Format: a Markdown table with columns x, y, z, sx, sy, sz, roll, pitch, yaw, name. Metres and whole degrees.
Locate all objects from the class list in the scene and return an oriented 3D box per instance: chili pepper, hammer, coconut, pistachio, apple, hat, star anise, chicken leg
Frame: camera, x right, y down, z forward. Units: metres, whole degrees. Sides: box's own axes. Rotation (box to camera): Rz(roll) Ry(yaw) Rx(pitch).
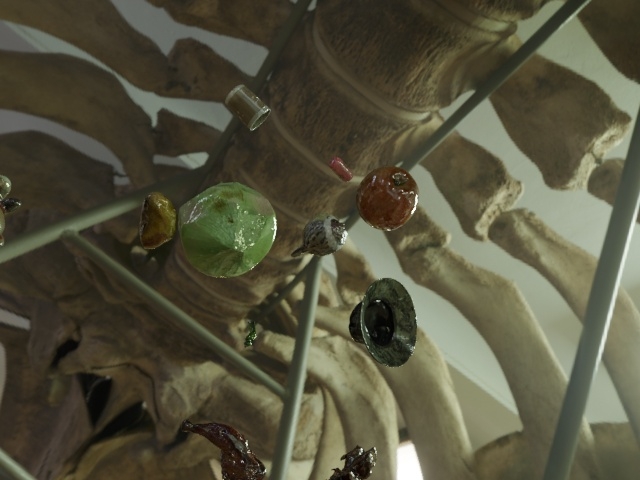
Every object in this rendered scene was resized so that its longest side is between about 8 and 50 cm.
| x | y | z | sx | sy | sz | roll | pitch | yaw | name |
| --- | --- | --- | --- | --- | --- | --- | --- | --- | --- |
| -0.178 | 0.240 | 1.457 | 0.027 | 0.083 | 0.022 | 25 | -50 | -16 | chili pepper |
| 0.058 | -0.200 | 1.611 | 0.043 | 0.043 | 0.083 | -14 | -43 | 40 | hammer |
| -0.294 | -0.037 | 1.794 | 0.328 | 0.328 | 0.281 | 12 | -61 | 22 | coconut |
| -0.471 | -0.062 | 1.654 | 0.100 | 0.110 | 0.189 | -1 | -56 | -26 | pistachio |
| 0.204 | -0.131 | 1.729 | 0.188 | 0.188 | 0.174 | 32 | -39 | 1 | apple |
| 0.155 | 0.234 | 1.632 | 0.128 | 0.265 | 0.265 | -8 | -55 | 40 | hat |
| 0.054 | 0.539 | 1.300 | 0.073 | 0.177 | 0.234 | 50 | -20 | 6 | star anise |
| -0.200 | 0.438 | 1.207 | 0.205 | 0.093 | 0.053 | 41 | -31 | 19 | chicken leg |

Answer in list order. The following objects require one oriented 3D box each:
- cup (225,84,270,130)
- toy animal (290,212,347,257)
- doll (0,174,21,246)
| x | y | z | sx | sy | sz | roll | pitch | yaw | name |
| --- | --- | --- | --- | --- | --- | --- | --- | --- | --- |
| -0.183 | -0.348 | 1.475 | 0.099 | 0.102 | 0.074 | 45 | -62 | 0 | cup |
| 0.000 | 0.000 | 1.311 | 0.098 | 0.137 | 0.098 | 39 | -19 | 16 | toy animal |
| -0.985 | -0.086 | 1.592 | 0.235 | 0.330 | 0.174 | 26 | -76 | -29 | doll |
